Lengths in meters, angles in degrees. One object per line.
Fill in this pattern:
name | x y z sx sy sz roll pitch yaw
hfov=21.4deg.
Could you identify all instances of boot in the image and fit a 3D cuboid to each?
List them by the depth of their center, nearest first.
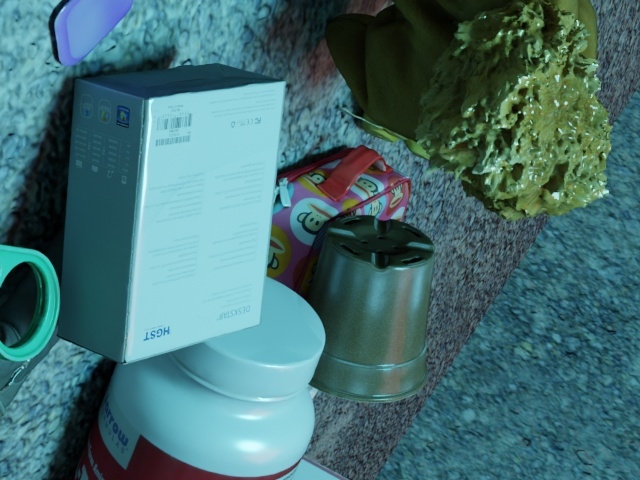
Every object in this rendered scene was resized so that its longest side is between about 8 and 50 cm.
boot | -0.249 0.045 1.479 0.208 0.076 0.189 -48 165 -22

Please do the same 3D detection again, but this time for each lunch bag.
lunch bag | 0.000 0.000 2.062 0.293 0.120 0.258 -25 144 -62

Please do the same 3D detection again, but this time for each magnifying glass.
magnifying glass | -0.267 0.019 1.335 0.092 0.026 0.231 -67 150 -24

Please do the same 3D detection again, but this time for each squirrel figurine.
squirrel figurine | 0.180 -0.225 1.664 0.281 0.397 0.370 -13 151 -9

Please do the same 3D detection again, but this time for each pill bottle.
pill bottle | -0.144 0.239 1.883 0.229 0.229 0.407 -33 151 -56

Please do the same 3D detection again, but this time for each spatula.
spatula | -0.102 -0.237 1.399 0.296 0.030 0.084 -34 157 -21

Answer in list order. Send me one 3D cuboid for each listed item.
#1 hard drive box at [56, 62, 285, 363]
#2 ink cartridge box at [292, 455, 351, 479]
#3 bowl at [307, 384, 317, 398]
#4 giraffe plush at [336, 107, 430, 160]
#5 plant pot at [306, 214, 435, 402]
hard drive box | -0.129 -0.028 1.476 0.181 0.089 0.232 -13 114 -50
ink cartridge box | -0.025 0.469 2.367 0.385 0.279 0.160 -45 -160 56
bowl | -0.048 0.194 2.370 0.170 0.080 0.170 -51 164 -21
giraffe plush | 0.135 -0.199 2.083 0.210 0.181 0.170 24 87 -40
plant pot | 0.053 0.070 1.920 0.167 0.167 0.165 -35 141 -54
